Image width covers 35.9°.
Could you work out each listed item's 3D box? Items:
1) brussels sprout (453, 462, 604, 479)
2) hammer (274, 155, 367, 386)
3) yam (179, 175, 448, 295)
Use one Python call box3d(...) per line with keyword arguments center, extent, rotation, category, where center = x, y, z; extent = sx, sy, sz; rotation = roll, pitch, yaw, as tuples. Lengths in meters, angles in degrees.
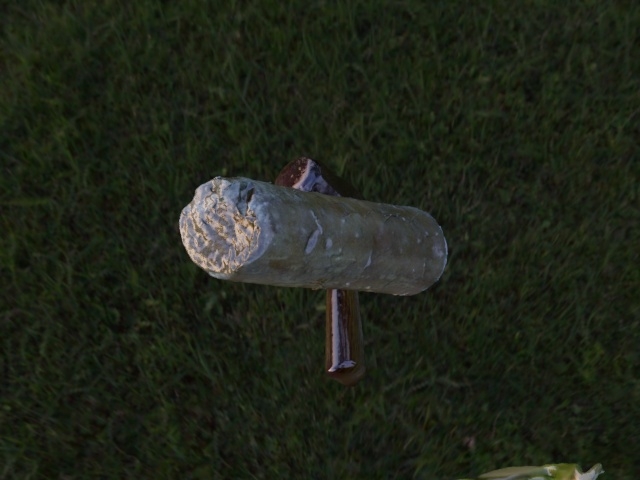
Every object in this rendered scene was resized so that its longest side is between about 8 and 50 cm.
box3d(center=(0.237, 0.507, 1.273), extent=(0.425, 0.342, 0.361), rotation=(-15, 104, -25), category="brussels sprout")
box3d(center=(0.039, 0.059, 1.535), extent=(0.095, 0.242, 0.409), rotation=(-32, 36, 23), category="hammer")
box3d(center=(0.000, 0.000, 0.868), extent=(0.093, 0.259, 0.093), rotation=(-6, 81, 42), category="yam")
